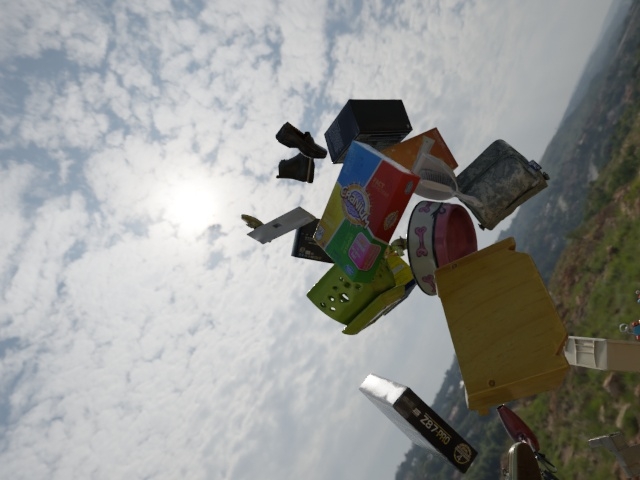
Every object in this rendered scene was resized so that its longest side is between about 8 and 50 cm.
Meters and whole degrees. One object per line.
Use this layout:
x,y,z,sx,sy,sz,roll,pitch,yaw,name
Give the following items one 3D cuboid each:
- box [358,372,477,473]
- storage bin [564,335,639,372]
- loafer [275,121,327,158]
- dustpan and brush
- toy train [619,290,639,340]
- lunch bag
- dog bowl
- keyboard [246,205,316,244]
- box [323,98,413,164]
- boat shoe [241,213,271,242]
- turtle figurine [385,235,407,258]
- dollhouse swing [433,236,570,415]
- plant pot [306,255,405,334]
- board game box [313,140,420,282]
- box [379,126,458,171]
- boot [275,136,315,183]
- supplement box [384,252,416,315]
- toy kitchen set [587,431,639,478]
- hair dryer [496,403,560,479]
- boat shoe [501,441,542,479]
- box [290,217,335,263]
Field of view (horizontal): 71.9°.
0.324,0.632,1.571,0.097,0.318,0.395,-48,1,-15,box
1.212,0.472,1.836,0.260,0.262,0.123,129,146,-79,storage bin
-0.045,-0.289,1.291,0.170,0.062,0.061,17,-53,-30,loafer
0.351,-0.147,1.223,0.147,0.211,0.060,105,-176,-57,dustpan and brush
1.040,0.239,1.404,0.125,0.046,0.166,-118,51,-72,toy train
0.707,-0.209,1.736,0.213,0.256,0.305,28,-61,-33,lunch bag
0.518,0.025,1.823,0.408,0.150,0.407,10,-103,-50,dog bowl
-0.127,-0.044,1.377,0.072,0.256,0.014,37,-133,-31,keyboard
0.219,-0.512,2.080,0.296,0.182,0.294,-9,-15,-26,box
-0.236,-0.047,1.649,0.153,0.056,0.048,35,-108,-29,boat shoe
0.374,0.019,1.978,0.269,0.217,0.087,-49,-51,-83,turtle figurine
0.472,0.250,1.151,0.305,0.315,0.346,39,-146,-39,dollhouse swing
0.132,0.168,1.460,0.228,0.207,0.227,-49,-20,27,plant pot
0.111,-0.081,1.206,0.064,0.242,0.316,7,-65,-35,board game box
0.410,-0.334,2.019,0.345,0.215,0.168,-26,-8,-12,box
-0.090,-0.303,1.611,0.077,0.137,0.197,107,164,-57,boot
0.284,0.157,2.195,0.195,0.356,0.194,-31,-24,-31,supplement box
0.653,0.463,0.959,0.068,0.083,0.075,-9,-29,-16,toy kitchen set
0.738,0.704,1.563,0.080,0.293,0.223,-34,-52,-4,hair dryer
0.522,0.687,1.172,0.089,0.105,0.285,-27,50,56,boat shoe
0.000,0.000,1.911,0.233,0.059,0.183,12,-91,-27,box
